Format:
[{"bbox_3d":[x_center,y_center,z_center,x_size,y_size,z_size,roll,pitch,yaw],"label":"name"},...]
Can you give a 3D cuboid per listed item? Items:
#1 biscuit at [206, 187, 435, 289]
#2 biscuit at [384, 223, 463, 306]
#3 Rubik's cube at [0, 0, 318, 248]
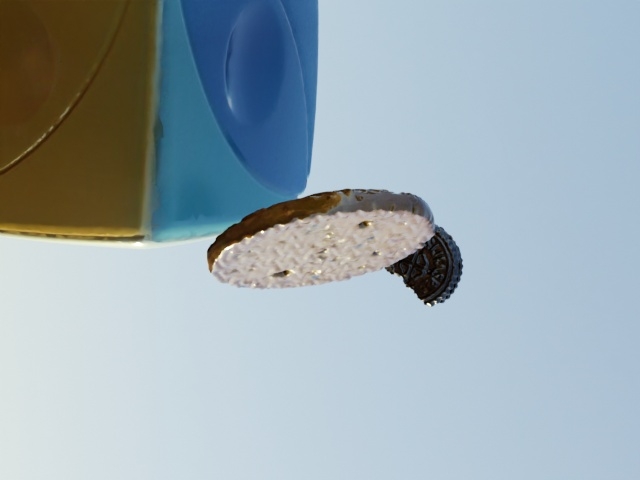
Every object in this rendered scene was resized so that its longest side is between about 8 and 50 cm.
[{"bbox_3d":[0.000,-0.001,1.464,0.188,0.188,0.027,130,-49,-63],"label":"biscuit"},{"bbox_3d":[0.100,0.023,1.837,0.027,0.087,0.089,7,80,-72],"label":"biscuit"},{"bbox_3d":[-0.219,-0.190,1.837,0.351,0.347,0.352,-23,117,-62],"label":"Rubik's cube"}]
